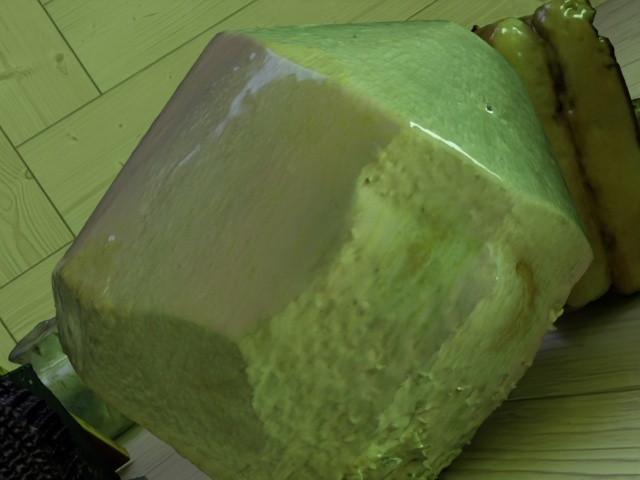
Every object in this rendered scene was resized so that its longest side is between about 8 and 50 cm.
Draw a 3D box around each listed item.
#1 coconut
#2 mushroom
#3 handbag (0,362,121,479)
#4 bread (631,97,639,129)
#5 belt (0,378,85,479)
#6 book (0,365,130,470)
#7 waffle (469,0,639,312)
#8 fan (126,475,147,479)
[{"bbox_3d":[0.014,0.004,0.905,0.309,0.297,0.297,-54,5,3],"label":"coconut"},{"bbox_3d":[-0.331,0.197,1.911,0.255,0.184,0.255,-37,18,14],"label":"mushroom"},{"bbox_3d":[-0.254,0.215,1.144,0.175,0.270,0.089,-31,44,-3],"label":"handbag"},{"bbox_3d":[0.284,-0.078,1.217,0.049,0.088,0.226,-33,4,-12],"label":"bread"},{"bbox_3d":[-0.309,0.232,0.989,0.325,0.260,0.122,-43,4,0],"label":"belt"},{"bbox_3d":[-0.380,0.244,1.490,0.262,0.028,0.374,-35,-29,1],"label":"book"},{"bbox_3d":[0.161,-0.064,1.125,0.098,0.224,0.327,-17,4,-6],"label":"waffle"},{"bbox_3d":[-0.312,0.326,1.508,0.310,0.010,0.182,-28,7,25],"label":"fan"}]
